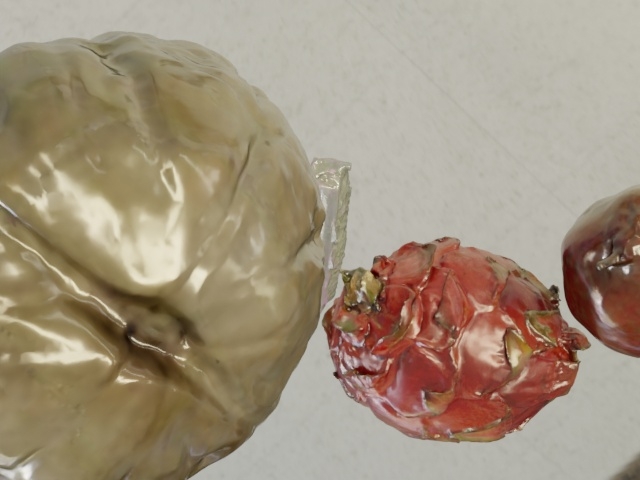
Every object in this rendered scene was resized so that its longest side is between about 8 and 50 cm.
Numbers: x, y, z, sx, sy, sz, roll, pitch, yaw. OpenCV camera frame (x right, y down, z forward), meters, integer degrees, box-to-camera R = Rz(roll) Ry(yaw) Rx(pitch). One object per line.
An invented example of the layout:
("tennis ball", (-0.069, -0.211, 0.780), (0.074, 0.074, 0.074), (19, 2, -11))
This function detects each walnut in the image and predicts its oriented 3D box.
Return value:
("walnut", (-0.086, 0.006, 0.504), (0.178, 0.230, 0.178), (-1, 95, -18))

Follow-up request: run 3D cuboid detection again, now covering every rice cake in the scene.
("rice cake", (0.000, -0.001, 1.513), (0.055, 0.049, 0.270), (26, 146, 11))

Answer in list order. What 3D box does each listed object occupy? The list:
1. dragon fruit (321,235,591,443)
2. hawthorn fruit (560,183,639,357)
("dragon fruit", (0.168, 0.132, 1.762), (0.342, 0.277, 0.277), (26, 110, -16))
("hawthorn fruit", (0.374, 0.034, 1.565), (0.208, 0.248, 0.208), (-3, 83, 24))
